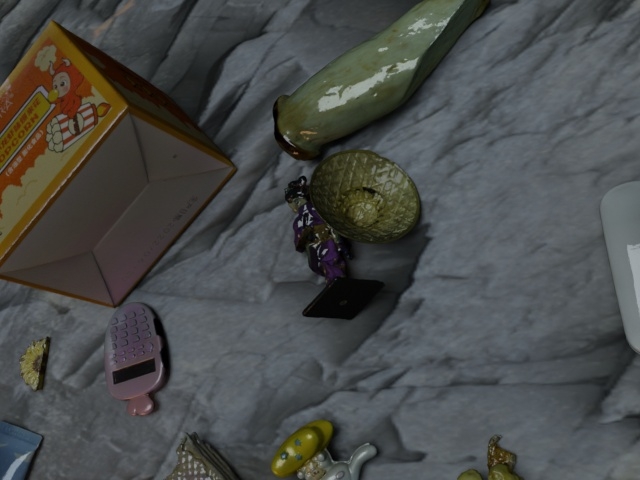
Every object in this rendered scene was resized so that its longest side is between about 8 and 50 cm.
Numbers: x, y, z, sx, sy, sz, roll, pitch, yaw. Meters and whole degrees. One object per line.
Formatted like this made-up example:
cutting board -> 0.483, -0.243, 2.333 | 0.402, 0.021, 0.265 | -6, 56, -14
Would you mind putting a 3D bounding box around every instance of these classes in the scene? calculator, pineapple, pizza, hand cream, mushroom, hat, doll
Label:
calculator -> -0.262, 0.168, 1.232 | 0.103, 0.024, 0.166 | -19, 68, 20
pineapple -> -0.434, 0.186, 1.312 | 0.045, 0.019, 0.083 | -1, 77, 19
pizza -> 0.210, 0.263, 0.991 | 0.037, 0.016, 0.083 | -22, 70, 20
hand cream -> -0.491, 0.405, 1.269 | 0.091, 0.058, 0.272 | 13, 78, 24
mushroom -> 0.080, -0.220, 1.132 | 0.333, 0.087, 0.107 | -30, 66, 13
hat -> 0.049, -0.040, 1.118 | 0.145, 0.067, 0.146 | 7, 56, -11
doll -> -0.005, 0.289, 1.068 | 0.113, 0.071, 0.135 | 25, 95, 9

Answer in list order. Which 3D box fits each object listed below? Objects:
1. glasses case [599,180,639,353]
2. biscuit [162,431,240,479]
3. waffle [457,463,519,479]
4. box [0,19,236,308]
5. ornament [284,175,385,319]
glasses case -> 0.360, 0.030, 0.957 | 0.076, 0.049, 0.197 | -14, 72, 21
biscuit -> -0.120, 0.360, 1.100 | 0.239, 0.062, 0.108 | 39, 94, 26
waffle -> 0.194, 0.393, 0.939 | 0.261, 0.056, 0.250 | 43, 102, 27
box -> -0.323, -0.094, 1.190 | 0.283, 0.259, 0.214 | -49, 61, 7
ornament -> -0.004, 0.008, 1.128 | 0.081, 0.088, 0.203 | -54, 47, 31
